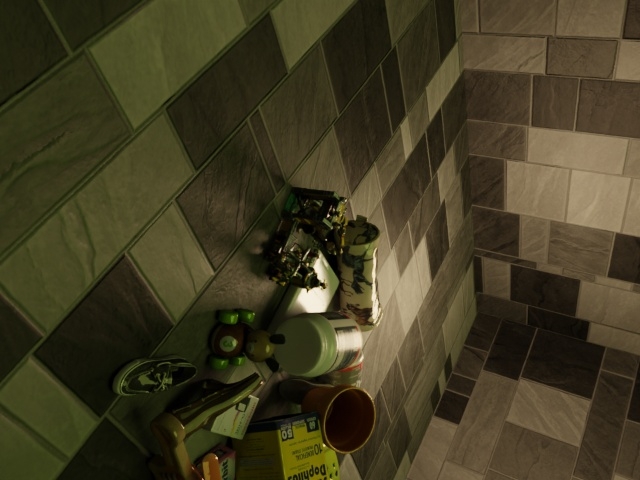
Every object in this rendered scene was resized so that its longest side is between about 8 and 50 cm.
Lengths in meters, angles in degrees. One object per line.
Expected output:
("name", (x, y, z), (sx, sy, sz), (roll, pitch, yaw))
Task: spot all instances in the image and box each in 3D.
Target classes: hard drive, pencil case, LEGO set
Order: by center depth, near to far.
("LEGO set", (0.000, 0.000, 1.694), (0.255, 0.192, 0.331), (49, 61, -44))
("hard drive", (-0.058, 0.229, 1.881), (0.352, 0.047, 0.233), (-63, 149, -23))
("pencil case", (0.140, 0.121, 2.069), (0.183, 0.160, 0.409), (-72, 160, -56))

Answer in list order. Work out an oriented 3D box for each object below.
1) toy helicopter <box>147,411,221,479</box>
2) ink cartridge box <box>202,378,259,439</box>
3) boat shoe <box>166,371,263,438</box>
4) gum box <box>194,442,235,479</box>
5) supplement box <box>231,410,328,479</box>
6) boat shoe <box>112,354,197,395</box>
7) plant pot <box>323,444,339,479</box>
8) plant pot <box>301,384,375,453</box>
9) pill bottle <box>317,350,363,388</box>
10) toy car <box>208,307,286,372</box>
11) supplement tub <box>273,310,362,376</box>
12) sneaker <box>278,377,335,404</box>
("toy helicopter", (-0.322, 0.552, 1.362), (0.140, 0.235, 0.354), (-42, 136, -45))
("ink cartridge box", (-0.260, 0.473, 1.604), (0.175, 0.073, 0.127), (47, 60, -56))
("boat shoe", (-0.271, 0.399, 1.470), (0.258, 0.095, 0.095), (-29, 171, -27))
("gum box", (-0.300, 0.685, 1.638), (0.107, 0.062, 0.188), (-25, 123, -55))
("supplement box", (-0.109, 0.701, 1.680), (0.194, 0.195, 0.356), (7, 69, -52))
("boat shoe", (-0.376, 0.312, 1.330), (0.219, 0.070, 0.077), (-5, 106, -60))
("plant pot", (-0.074, 0.733, 1.906), (0.228, 0.227, 0.206), (3, 93, -60))
("plant pot", (0.040, 0.558, 1.856), (0.205, 0.188, 0.204), (1, 89, -35))
("pill bottle", (0.070, 0.534, 2.123), (0.161, 0.161, 0.282), (-27, 125, -54))
("toy car", (-0.182, 0.281, 1.536), (0.149, 0.189, 0.154), (7, 96, -61))
("supplement tub", (-0.004, 0.315, 1.766), (0.272, 0.191, 0.191), (11, 93, -61))
("sneaker", (-0.067, 0.514, 1.971), (0.222, 0.118, 0.083), (18, 79, -32))
